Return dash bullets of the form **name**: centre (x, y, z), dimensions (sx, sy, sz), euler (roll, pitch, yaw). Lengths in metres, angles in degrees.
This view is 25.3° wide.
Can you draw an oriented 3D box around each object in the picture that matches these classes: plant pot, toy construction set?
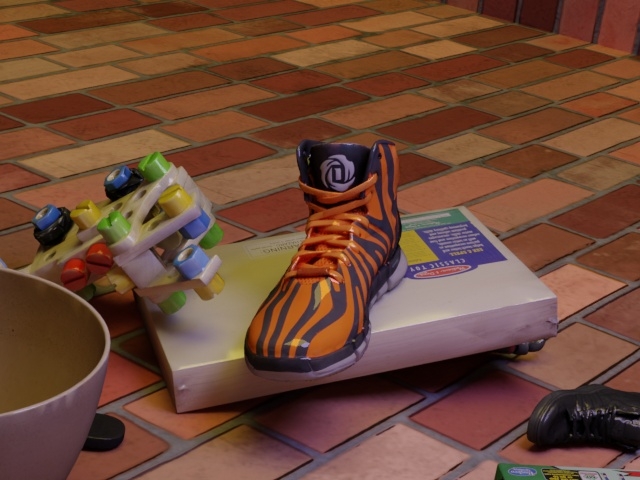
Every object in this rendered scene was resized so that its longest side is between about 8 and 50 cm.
- **plant pot**: centre (-0.312, 0.155, 1.101), dimensions (0.284, 0.191, 0.284), euler (7, 21, -3)
- **toy construction set**: centre (-0.244, 0.017, 1.499), dimensions (0.327, 0.151, 0.215), euler (-14, 33, 14)

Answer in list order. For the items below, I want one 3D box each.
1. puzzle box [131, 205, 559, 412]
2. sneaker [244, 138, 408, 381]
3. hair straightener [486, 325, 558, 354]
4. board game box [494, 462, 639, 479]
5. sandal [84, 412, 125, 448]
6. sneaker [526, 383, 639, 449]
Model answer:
- **puzzle box**: centre (0.016, 0.063, 1.535), dimensions (0.408, 0.052, 0.272), euler (-10, 24, -13)
- **sneaker**: centre (0.000, 0.000, 1.394), dimensions (0.124, 0.180, 0.321), euler (3, 25, 16)
- **hair straightener**: centre (0.150, 0.092, 1.598), dimensions (0.230, 0.047, 0.089), euler (0, 21, -3)
- **board game box**: centre (0.323, 0.270, 1.215), dimensions (0.317, 0.046, 0.213), euler (4, 21, -9)
- **sandal**: centre (-0.268, 0.157, 1.315), dimensions (0.179, 0.040, 0.067), euler (6, 22, -3)
- **sneaker**: centre (0.287, 0.179, 1.424), dimensions (0.089, 0.051, 0.170), euler (19, 21, 39)
